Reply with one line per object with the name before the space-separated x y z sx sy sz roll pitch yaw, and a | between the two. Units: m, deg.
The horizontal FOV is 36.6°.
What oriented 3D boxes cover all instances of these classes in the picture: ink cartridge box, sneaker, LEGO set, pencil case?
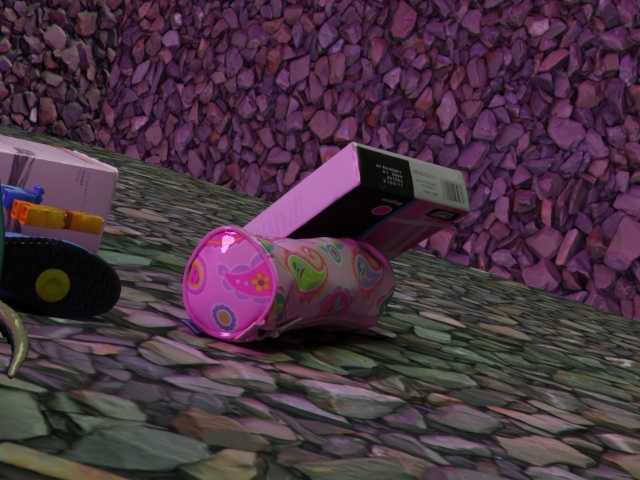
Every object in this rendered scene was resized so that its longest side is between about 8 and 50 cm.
ink cartridge box | -0.428 -0.075 1.219 0.283 0.117 0.207 11 7 -34
ink cartridge box | 0.000 0.000 1.241 0.175 0.069 0.371 11 -29 -36
sneaker | -0.288 0.021 0.883 0.209 0.069 0.082 12 2 -27
LEGO set | -0.296 -0.007 1.056 0.093 0.087 0.227 11 8 -32
pencil case | -0.027 0.051 1.055 0.124 0.124 0.284 18 7 28

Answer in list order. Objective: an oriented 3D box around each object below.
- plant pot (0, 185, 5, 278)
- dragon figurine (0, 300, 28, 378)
plant pot | -0.204 0.050 0.345 0.165 0.166 0.234 12 13 -28
dragon figurine | -0.298 0.034 0.622 0.289 0.144 0.085 36 9 15
